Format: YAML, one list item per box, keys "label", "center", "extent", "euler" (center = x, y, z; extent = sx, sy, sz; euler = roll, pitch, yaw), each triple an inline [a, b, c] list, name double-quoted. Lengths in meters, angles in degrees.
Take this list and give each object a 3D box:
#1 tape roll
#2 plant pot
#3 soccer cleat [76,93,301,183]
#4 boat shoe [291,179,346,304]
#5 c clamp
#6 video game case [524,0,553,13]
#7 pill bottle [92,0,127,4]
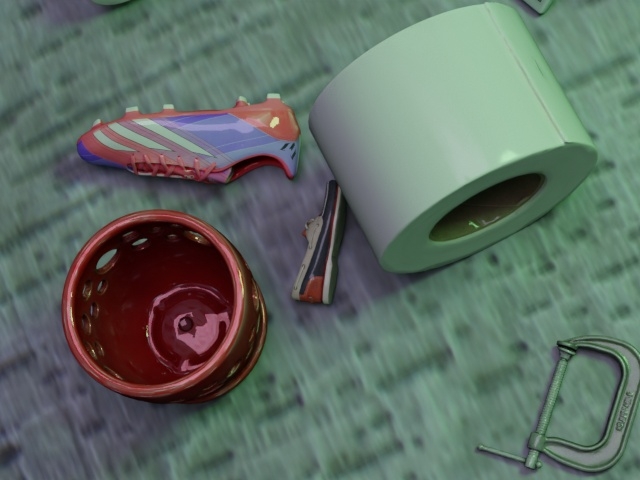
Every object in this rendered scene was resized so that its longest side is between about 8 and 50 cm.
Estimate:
- label: "tape roll"
  center: [0.131, -0.099, 1.680]
  extent: [0.246, 0.246, 0.169]
  euler: [-28, 72, 3]
- label: "plant pot"
  center: [-0.150, 0.080, 1.724]
  extent: [0.191, 0.174, 0.191]
  euler: [-3, 75, 10]
- label: "soccer cleat"
  center: [-0.143, -0.098, 1.821]
  extent: [0.248, 0.083, 0.095]
  euler: [-8, 79, 6]
- label: "boat shoe"
  center: [0.000, 0.000, 1.784]
  extent: [0.043, 0.049, 0.137]
  euler: [7, 82, 15]
- label: "c clamp"
  center: [0.252, 0.164, 1.704]
  extent: [0.137, 0.022, 0.161]
  euler: [22, 82, 16]
- label: "video game case"
  center: [0.223, -0.346, 1.793]
  extent: [0.143, 0.019, 0.157]
  euler: [43, 127, 18]
- label: "pill bottle"
  center: [-0.258, -0.380, 1.890]
  extent: [0.124, 0.124, 0.221]
  euler: [-26, 73, 4]
